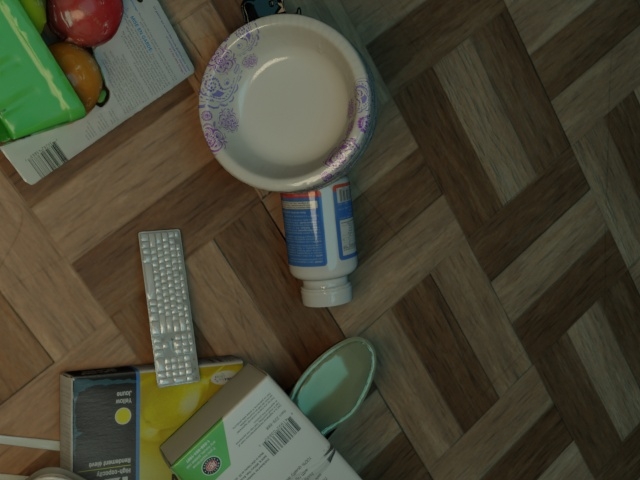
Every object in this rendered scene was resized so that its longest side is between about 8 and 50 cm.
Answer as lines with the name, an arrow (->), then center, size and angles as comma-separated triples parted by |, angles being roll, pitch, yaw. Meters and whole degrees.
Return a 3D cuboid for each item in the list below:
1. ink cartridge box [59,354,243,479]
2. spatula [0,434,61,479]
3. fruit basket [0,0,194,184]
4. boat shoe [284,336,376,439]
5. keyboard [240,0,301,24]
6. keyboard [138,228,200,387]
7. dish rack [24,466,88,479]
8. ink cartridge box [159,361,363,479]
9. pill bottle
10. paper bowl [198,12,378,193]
ink cartridge box -> -0.275, 0.357, 1.603 | 0.303, 0.072, 0.307 | -2, 93, -33
spatula -> -0.499, 0.365, 1.503 | 0.242, 0.019, 0.168 | 15, 87, -31
fruit basket -> -0.394, -0.309, 1.444 | 0.353, 0.165, 0.327 | -46, 117, -36
boat shoe -> -0.028, 0.311, 1.720 | 0.127, 0.113, 0.340 | 33, 82, -18
keyboard -> -0.071, -0.332, 1.684 | 0.100, 0.038, 0.192 | -14, 104, -5
keyboard -> -0.249, 0.109, 1.588 | 0.072, 0.014, 0.256 | -4, 81, -32
dish rack -> -0.380, 0.484, 1.499 | 0.285, 0.072, 0.333 | -42, 118, 16
ink cartridge box -> -0.086, 0.379, 1.577 | 0.211, 0.121, 0.289 | -42, 106, -13
pill bottle -> 0.000, 0.000, 1.699 | 0.124, 0.124, 0.222 | -10, 100, -29
paper bowl -> -0.045, -0.218, 1.590 | 0.284, 0.148, 0.284 | 0, 90, 13
